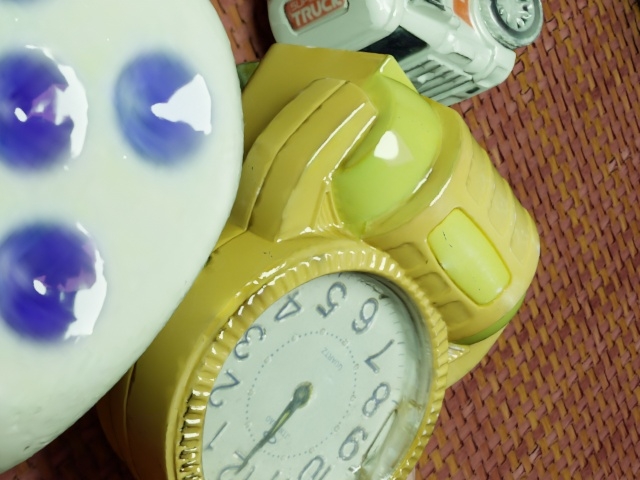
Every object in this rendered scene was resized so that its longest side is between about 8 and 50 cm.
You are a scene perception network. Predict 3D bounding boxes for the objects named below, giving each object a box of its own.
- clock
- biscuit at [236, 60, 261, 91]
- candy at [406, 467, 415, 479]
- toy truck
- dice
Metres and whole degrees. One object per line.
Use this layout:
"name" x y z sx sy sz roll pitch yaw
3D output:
"clock" -0.012 0.055 0.993 0.317 0.200 0.244 -54 129 -13
"biscuit" 0.000 0.000 1.174 0.099 0.038 0.322 6 61 -48
"candy" -0.030 0.196 1.163 0.255 0.094 0.255 5 83 -44
"toy truck" 0.057 -0.312 1.231 0.207 0.173 0.387 13 70 -37
"dice" -0.240 -0.058 0.863 0.304 0.277 0.304 47 58 -28
